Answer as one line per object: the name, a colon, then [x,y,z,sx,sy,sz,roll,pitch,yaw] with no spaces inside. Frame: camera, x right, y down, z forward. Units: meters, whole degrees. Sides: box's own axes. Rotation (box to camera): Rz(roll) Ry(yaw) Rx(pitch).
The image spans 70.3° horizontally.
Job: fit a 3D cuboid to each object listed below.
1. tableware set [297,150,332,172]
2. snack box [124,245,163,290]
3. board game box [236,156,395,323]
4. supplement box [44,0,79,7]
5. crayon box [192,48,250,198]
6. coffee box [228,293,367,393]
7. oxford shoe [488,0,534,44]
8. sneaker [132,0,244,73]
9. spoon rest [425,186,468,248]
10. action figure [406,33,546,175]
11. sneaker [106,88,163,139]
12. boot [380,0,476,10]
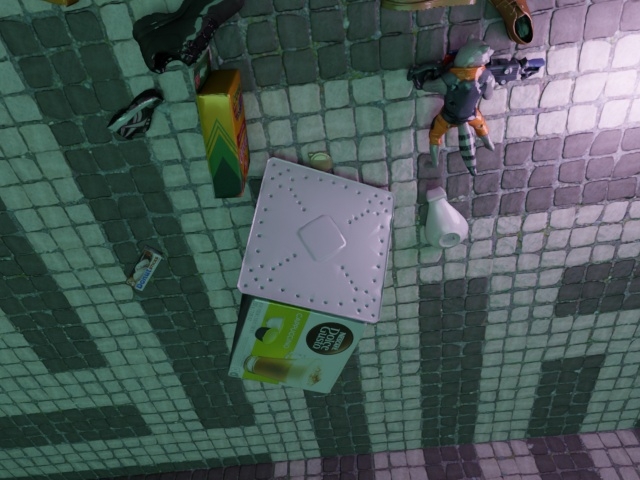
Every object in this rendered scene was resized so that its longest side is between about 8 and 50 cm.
tableware set: [-0.014,-0.179,1.342,0.141,0.020,0.169,-23,122,13]
snack box: [-0.594,0.095,1.526,0.064,0.022,0.178,27,121,-21]
board game box: [0.000,0.000,1.255,0.389,0.391,0.050,15,160,-12]
supplement box: [-0.569,-0.634,0.966,0.077,0.080,0.234,13,123,-10]
crayon box: [-0.240,-0.292,1.142,0.081,0.202,0.319,-2,127,0]
coffee box: [-0.073,0.219,1.432,0.334,0.338,0.338,15,125,-12]
oxford shoe: [0.444,-0.550,1.050,0.076,0.076,0.212,-33,118,23]
sneaker: [-0.292,-0.476,1.041,0.286,0.109,0.130,-20,81,20]
spoon rest: [0.379,-0.069,1.407,0.137,0.084,0.276,-18,138,13]
action figure: [0.401,-0.347,1.139,0.340,0.179,0.330,-9,135,8]
sneaker: [-0.475,-0.330,1.204,0.178,0.072,0.077,-23,135,24]
boot: [0.243,-0.650,0.971,0.235,0.089,0.270,-10,126,-7]
